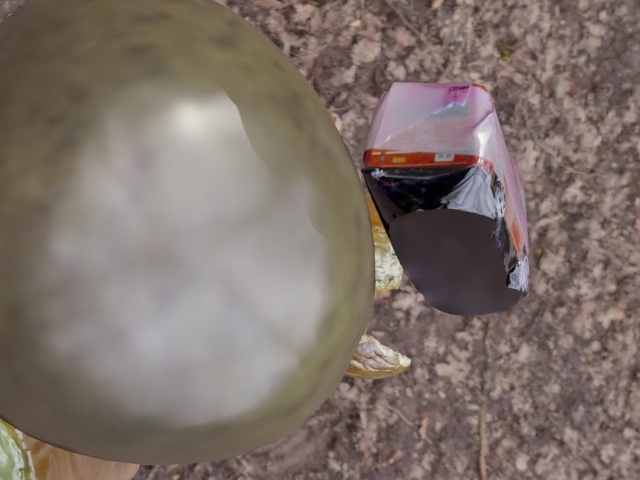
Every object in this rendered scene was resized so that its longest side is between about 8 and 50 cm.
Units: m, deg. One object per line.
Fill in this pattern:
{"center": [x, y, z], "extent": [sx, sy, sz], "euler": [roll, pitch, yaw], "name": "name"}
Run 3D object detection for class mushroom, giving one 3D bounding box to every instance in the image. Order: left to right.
{"center": [0.084, 0.126, 1.593], "extent": [0.232, 0.208, 0.302], "euler": [20, 116, 2], "name": "mushroom"}

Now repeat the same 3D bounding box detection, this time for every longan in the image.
{"center": [-0.081, -0.003, 0.436], "extent": [0.246, 0.215, 0.246], "euler": [-8, 102, -41], "name": "longan"}

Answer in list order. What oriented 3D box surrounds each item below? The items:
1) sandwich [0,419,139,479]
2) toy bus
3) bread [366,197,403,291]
{"center": [-0.202, 0.135, 0.566], "extent": [0.108, 0.186, 0.220], "euler": [-2, 124, 10], "name": "sandwich"}
{"center": [0.143, -0.035, 0.883], "extent": [0.303, 0.127, 0.147], "euler": [49, 45, -58], "name": "toy bus"}
{"center": [0.000, 0.000, 1.123], "extent": [0.245, 0.174, 0.121], "euler": [5, 98, 1], "name": "bread"}
